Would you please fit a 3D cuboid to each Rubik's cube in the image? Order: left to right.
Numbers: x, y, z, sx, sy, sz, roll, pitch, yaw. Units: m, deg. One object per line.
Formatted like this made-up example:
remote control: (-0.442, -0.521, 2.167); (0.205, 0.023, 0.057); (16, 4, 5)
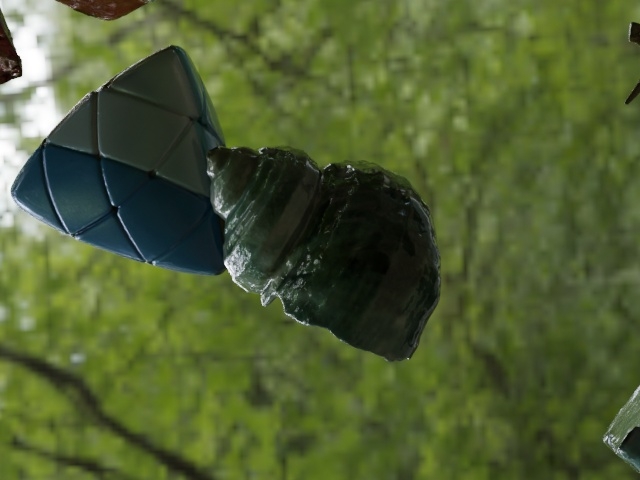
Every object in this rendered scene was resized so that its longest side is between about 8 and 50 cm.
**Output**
Rubik's cube: (-0.148, -0.083, 1.999); (0.254, 0.254, 0.254); (-3, -90, -74)

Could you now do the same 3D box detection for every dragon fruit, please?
dragon fruit: (-0.337, -0.196, 1.894); (0.106, 0.083, 0.162); (66, 172, -5)

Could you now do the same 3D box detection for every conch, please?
conch: (0.000, 0.000, 1.905); (0.277, 0.195, 0.220); (42, -139, 0)

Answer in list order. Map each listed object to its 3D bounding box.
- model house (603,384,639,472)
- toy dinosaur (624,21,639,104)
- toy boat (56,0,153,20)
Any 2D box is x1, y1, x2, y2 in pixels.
model house: (0.491, 0.191, 1.921); (0.295, 0.329, 0.252); (-52, -8, 5)
toy dinosaur: (0.382, -0.214, 2.029); (0.039, 0.126, 0.162); (66, -152, -75)
toy boat: (-0.152, -0.317, 1.319); (0.145, 0.133, 0.331); (20, -131, -36)
